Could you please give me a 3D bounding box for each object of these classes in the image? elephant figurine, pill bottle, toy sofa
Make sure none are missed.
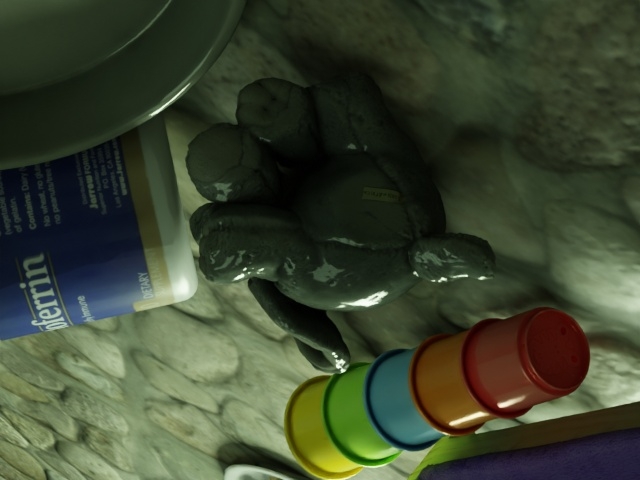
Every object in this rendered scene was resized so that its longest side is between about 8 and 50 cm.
[{"bbox_3d":[0.000,0.000,0.835,0.169,0.186,0.239,-14,158,-5],"label":"elephant figurine"},{"bbox_3d":[-0.230,-0.005,0.885,0.264,0.153,0.153,-12,145,-6],"label":"pill bottle"},{"bbox_3d":[0.195,0.218,0.896,0.150,0.177,0.362,50,148,-9],"label":"toy sofa"}]

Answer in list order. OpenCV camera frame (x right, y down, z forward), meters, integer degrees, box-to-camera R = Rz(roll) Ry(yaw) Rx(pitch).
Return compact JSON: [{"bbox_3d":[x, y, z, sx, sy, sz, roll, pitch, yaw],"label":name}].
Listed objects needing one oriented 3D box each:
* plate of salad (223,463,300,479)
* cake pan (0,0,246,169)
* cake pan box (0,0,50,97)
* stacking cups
[{"bbox_3d":[-0.029,0.324,1.410,0.199,0.048,0.200,23,149,15],"label":"plate of salad"},{"bbox_3d":[-0.186,-0.145,0.697,0.293,0.293,0.054,100,154,-58],"label":"cake pan"},{"bbox_3d":[-0.311,-0.140,0.751,0.245,0.070,0.267,-18,150,-2],"label":"cake pan box"},{"bbox_3d":[0.079,0.122,0.962,0.096,0.096,0.316,39,150,-12],"label":"stacking cups"}]
